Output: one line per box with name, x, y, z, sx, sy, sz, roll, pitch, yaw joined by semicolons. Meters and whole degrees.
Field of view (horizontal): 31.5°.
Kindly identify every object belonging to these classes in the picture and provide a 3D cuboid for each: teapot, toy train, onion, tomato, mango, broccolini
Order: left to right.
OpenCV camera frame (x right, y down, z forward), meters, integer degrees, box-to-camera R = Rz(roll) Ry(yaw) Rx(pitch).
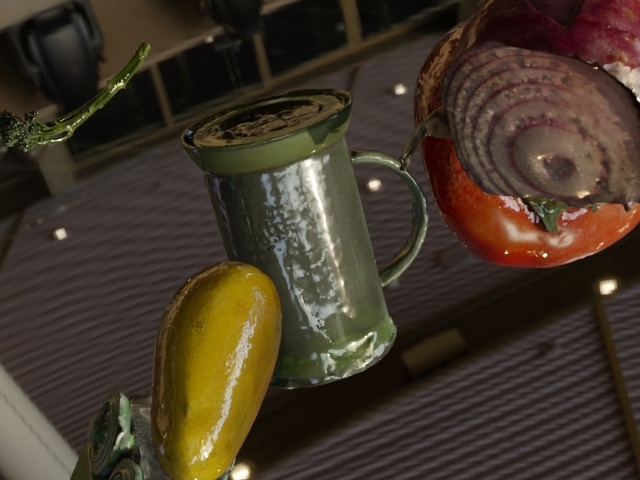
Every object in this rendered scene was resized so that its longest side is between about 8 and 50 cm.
broccolini;-0.239;-0.137;1.116;0.054;0.052;0.194;17;-138;39
toy train;-0.191;0.320;1.266;0.173;0.249;0.307;16;-159;-23
mango;-0.070;0.086;0.735;0.076;0.103;0.161;6;-130;7
teapot;0.000;0.000;1.346;0.270;0.337;0.200;-19;-159;-13
tomato;0.272;-0.137;1.399;0.293;0.325;0.290;-22;-159;17
onion;0.255;-0.163;1.087;0.272;0.256;0.230;27;-124;18
